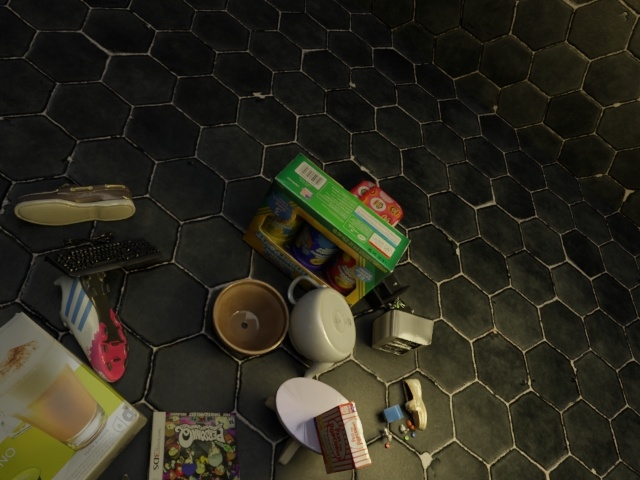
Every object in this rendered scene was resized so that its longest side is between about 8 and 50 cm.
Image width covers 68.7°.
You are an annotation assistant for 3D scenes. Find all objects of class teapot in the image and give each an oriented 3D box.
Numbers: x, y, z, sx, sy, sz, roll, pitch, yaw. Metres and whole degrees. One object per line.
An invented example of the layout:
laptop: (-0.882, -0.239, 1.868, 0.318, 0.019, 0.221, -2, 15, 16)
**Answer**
teapot: (-0.020, 0.275, 1.498, 0.253, 0.187, 0.256, 57, 31, -23)

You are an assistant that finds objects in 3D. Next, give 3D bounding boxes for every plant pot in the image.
plant pot: (-0.225, 0.248, 1.457, 0.237, 0.110, 0.238, 11, 60, -19)

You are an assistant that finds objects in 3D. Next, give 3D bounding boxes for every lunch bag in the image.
lunch bag: (0.155, -0.101, 1.833, 0.258, 0.120, 0.293, 43, 52, 8)

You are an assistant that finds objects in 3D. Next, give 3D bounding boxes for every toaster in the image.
toaster: (0.272, 0.313, 1.612, 0.185, 0.168, 0.110, 19, 57, -15)

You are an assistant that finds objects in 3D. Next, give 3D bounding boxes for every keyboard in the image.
keyboard: (-0.631, 0.026, 1.351, 0.201, 0.033, 0.317, 25, 19, 22)

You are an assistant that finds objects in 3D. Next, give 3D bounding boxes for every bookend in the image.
bookend: (0.225, 0.152, 1.741, 0.157, 0.072, 0.156, -23, 74, -33)

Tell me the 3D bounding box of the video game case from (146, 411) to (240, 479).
video game case: (-0.332, 0.559, 1.233, 0.231, 0.042, 0.210, 10, 42, -23)

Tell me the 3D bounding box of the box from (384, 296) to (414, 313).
box: (0.291, 0.261, 1.721, 0.083, 0.052, 0.062, 41, 55, 1)

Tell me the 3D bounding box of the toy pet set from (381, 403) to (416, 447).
toy pet set: (0.254, 0.591, 1.510, 0.122, 0.065, 0.114, -10, 67, -29)

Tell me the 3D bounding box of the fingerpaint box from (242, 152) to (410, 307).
fingerpaint box: (0.000, 0.000, 1.540, 0.444, 0.371, 0.163, 39, 52, -1)

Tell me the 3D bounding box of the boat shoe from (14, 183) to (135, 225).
boat shoe: (-0.743, -0.119, 1.428, 0.324, 0.117, 0.097, -6, 60, -32)

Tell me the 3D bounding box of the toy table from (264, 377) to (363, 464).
toy table: (-0.030, 0.523, 1.359, 0.274, 0.161, 0.252, 44, 55, 4)

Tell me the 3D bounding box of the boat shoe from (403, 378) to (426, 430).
boat shoe: (0.309, 0.547, 1.566, 0.059, 0.063, 0.170, 8, 50, -17)

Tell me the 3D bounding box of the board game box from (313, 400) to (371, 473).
board game box: (0.050, 0.503, 1.189, 0.045, 0.193, 0.147, -5, 63, -25)

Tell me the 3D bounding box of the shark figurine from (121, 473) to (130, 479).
shark figurine: (-0.522, 0.685, 1.074, 0.116, 0.166, 0.278, 39, 25, 18)

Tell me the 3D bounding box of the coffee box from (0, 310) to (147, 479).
coffee box: (-0.625, 0.414, 1.010, 0.334, 0.338, 0.338, 40, 63, 2)

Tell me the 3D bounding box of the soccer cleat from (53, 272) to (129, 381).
soccer cleat: (-0.635, 0.233, 1.292, 0.143, 0.116, 0.332, -18, 84, 14)
